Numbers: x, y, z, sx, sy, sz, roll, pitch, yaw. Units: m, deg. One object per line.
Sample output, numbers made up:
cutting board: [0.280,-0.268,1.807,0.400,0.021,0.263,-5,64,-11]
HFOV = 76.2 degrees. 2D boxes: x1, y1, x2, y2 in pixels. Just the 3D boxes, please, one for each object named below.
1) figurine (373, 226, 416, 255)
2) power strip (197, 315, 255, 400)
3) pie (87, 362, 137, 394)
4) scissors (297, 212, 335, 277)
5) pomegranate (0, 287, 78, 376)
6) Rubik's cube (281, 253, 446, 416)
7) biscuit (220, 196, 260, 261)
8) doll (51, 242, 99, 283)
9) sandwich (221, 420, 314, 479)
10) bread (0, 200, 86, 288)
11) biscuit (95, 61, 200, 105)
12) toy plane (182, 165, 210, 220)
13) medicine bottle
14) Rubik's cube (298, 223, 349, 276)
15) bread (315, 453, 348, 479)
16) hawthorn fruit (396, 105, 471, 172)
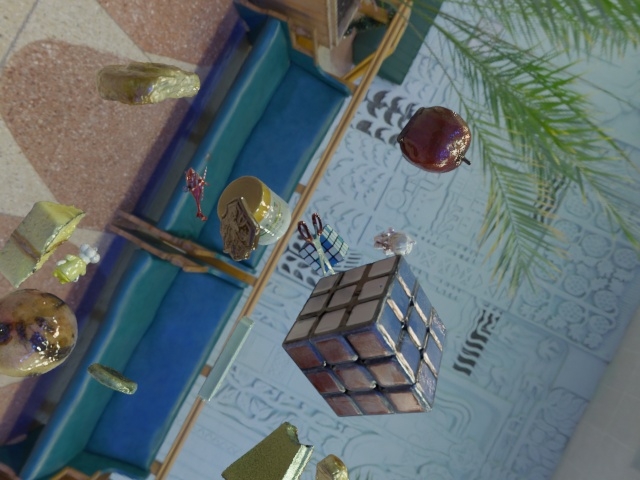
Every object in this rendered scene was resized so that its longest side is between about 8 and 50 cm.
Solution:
figurine: [0.420,0.024,2.252,0.257,0.145,0.181,14,-85,63]
power strip: [-0.387,0.489,1.666,0.384,0.063,0.091,-61,177,1]
pie: [-0.731,0.485,1.440,0.041,0.187,0.187,-60,174,-19]
scissors: [-0.002,0.036,1.367,0.017,0.247,0.144,-15,-169,31]
pomegranate: [-1.051,0.331,1.465,0.321,0.323,0.322,-62,175,-10]
Rubik's cube: [0.135,0.265,1.127,0.304,0.305,0.301,-19,-159,33]
biscuit: [-0.262,-0.021,1.261,0.034,0.182,0.215,-11,152,-41]
doll: [-0.854,0.080,1.432,0.162,0.062,0.106,-48,147,-30]
sandwich: [-0.138,0.597,1.111,0.245,0.063,0.212,-4,-137,52]
bread: [-0.844,0.008,1.221,0.266,0.142,0.178,-52,-146,8]
biscuit: [-0.439,-0.396,1.016,0.274,0.214,0.091,-83,178,-63]
toy plane: [-0.462,-0.176,1.536,0.126,0.077,0.194,-70,156,-53]
medicine bottle: [-0.281,-0.124,1.763,0.232,0.238,0.237,38,77,-52]
Rubik's cube: [0.017,0.042,1.829,0.151,0.155,0.154,-40,-173,22]
bread: [0.051,1.023,1.739,0.106,0.140,0.236,-21,124,-38]
hawthorn fruit: [0.373,-0.309,1.279,0.215,0.250,0.215,-31,143,-27]
